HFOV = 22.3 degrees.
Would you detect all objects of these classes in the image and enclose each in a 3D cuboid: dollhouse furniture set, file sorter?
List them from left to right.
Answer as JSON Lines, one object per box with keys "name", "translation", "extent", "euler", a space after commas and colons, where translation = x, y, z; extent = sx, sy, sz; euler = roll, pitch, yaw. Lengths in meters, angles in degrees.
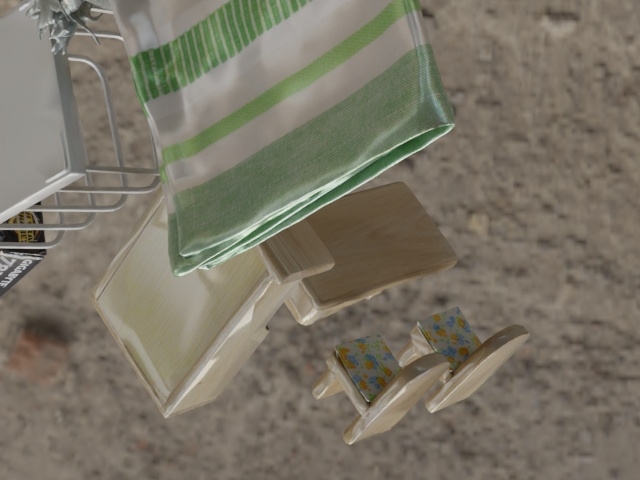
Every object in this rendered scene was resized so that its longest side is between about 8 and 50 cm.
{"name": "file sorter", "translation": [-0.281, -0.114, 1.699], "extent": [0.173, 0.192, 0.278], "euler": [0, 163, -42]}
{"name": "dollhouse furniture set", "translation": [0.000, 0.000, 1.673], "extent": [0.362, 0.394, 0.256], "euler": [55, 134, 19]}

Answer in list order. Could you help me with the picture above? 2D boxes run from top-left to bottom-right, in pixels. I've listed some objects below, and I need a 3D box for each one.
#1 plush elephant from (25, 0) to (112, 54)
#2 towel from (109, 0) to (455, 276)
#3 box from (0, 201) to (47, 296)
{"name": "plush elephant", "translation": [-0.096, -0.282, 1.472], "extent": [0.255, 0.271, 0.330], "euler": [-13, 163, -34]}
{"name": "towel", "translation": [-0.052, -0.167, 1.029], "extent": [0.038, 0.324, 0.248], "euler": [3, 155, -45]}
{"name": "box", "translation": [-0.465, -0.055, 2.133], "extent": [0.073, 0.293, 0.295], "euler": [6, 152, -35]}
